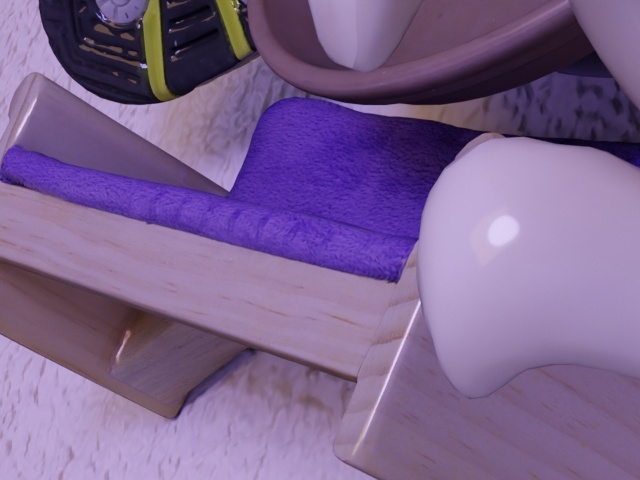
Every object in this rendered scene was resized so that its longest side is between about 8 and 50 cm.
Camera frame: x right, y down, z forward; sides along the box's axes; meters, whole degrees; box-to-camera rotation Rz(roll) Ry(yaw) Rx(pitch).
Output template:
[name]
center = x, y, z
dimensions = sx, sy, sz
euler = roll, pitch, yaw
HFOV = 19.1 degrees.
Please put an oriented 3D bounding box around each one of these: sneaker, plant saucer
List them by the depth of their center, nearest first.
[plant saucer]
center = 0.089, -0.155, 0.747
dimensions = 0.278, 0.041, 0.278
euler = -30, 35, 24
[sneaker]
center = 0.015, -0.213, 0.951
dimensions = 0.384, 0.147, 0.145
euler = -45, 80, 13

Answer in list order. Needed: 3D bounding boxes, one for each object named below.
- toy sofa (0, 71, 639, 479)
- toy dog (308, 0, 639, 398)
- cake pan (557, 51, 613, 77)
[toy sofa]
center = 0.000, 0.000, 0.776
dimensions = 0.362, 0.150, 0.177
euler = 13, 76, 55
[toy dog]
center = 0.161, -0.103, 0.417
dimensions = 0.395, 0.408, 0.284
euler = -33, 42, 33
[cake pan]
center = 0.182, -0.184, 0.774
dimensions = 0.293, 0.054, 0.293
euler = -32, 41, 34
